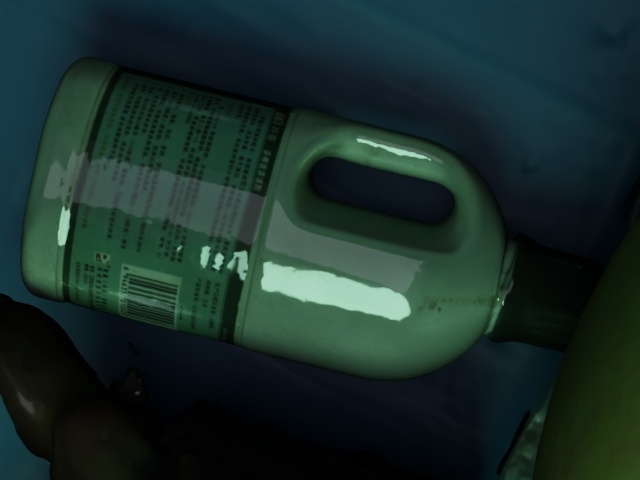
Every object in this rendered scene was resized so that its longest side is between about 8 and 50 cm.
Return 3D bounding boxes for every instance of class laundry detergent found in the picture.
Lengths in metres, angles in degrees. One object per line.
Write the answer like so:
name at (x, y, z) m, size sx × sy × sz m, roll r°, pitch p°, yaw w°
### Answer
laundry detergent at (0.000, 0.000, 0.537) m, size 0.225 × 0.070 × 0.099 m, roll 14°, pitch 90°, yaw 4°

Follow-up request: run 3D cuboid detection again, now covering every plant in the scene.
plant at (-0.043, 0.153, 0.503) m, size 0.233 × 0.178 × 0.204 m, roll 14°, pitch 98°, yaw -3°

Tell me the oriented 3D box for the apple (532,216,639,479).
apple at (0.215, 0.094, 0.419) m, size 0.319 × 0.319 × 0.277 m, roll 36°, pitch 124°, yaw 0°
